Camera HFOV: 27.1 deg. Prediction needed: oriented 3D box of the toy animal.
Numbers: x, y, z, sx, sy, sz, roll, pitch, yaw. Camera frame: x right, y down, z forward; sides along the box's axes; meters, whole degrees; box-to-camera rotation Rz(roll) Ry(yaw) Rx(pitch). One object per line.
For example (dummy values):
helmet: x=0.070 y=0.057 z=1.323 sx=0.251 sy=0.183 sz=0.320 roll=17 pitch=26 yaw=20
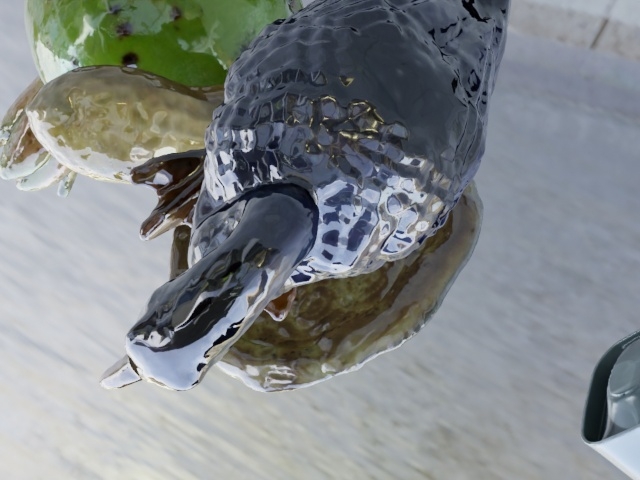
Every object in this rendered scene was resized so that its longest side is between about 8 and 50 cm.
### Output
toy animal: x=0.002 y=-0.041 z=0.620 sx=0.122 sy=0.298 sz=0.185 roll=48 pitch=153 yaw=-2

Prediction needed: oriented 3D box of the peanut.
peanut: x=-0.098 y=-0.070 z=0.874 sx=0.192 sy=0.089 sz=0.089 roll=12 pitch=165 yaw=-28

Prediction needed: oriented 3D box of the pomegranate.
pomegranate: x=-0.150 y=-0.145 z=1.041 sx=0.301 sy=0.236 sz=0.236 roll=-28 pitch=120 yaw=25

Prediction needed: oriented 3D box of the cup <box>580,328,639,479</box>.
cup: x=0.249 y=0.109 z=0.824 sx=0.129 sy=0.095 sz=0.128 roll=41 pitch=130 yaw=-16

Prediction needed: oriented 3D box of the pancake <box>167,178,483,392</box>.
pancake: x=0.000 y=0.001 z=0.966 sx=0.250 sy=0.250 sz=0.031 roll=14 pitch=147 yaw=35
